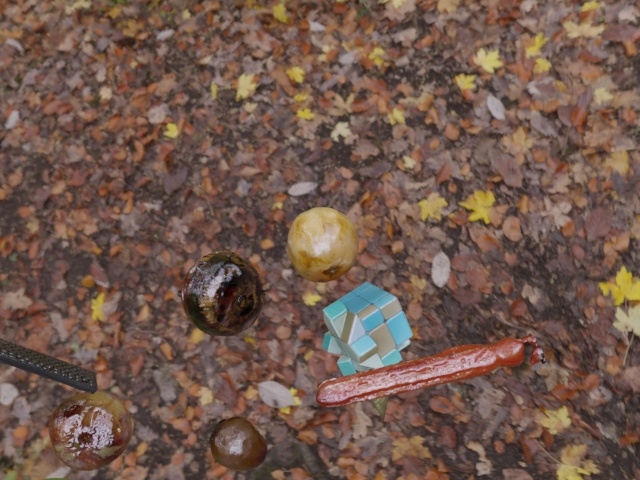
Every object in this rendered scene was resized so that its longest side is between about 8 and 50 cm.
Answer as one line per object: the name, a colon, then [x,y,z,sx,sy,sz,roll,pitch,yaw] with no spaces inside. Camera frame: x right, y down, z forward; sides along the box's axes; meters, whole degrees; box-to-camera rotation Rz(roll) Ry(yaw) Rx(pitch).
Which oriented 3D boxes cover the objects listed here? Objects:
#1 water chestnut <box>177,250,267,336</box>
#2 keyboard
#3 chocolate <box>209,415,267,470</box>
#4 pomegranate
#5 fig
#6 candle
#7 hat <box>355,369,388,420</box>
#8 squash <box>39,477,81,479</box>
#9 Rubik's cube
water chestnut: [-0.335,0.166,2.076,0.300,0.300,0.300,-10,66,23]
keyboard: [-0.551,0.206,1.158,0.018,0.309,0.101,-63,22,-2]
chocolate: [-0.195,0.502,1.582,0.133,0.124,0.127,7,31,24]
pomegranate: [0.002,0.013,1.704,0.207,0.207,0.207,-10,66,23]
fig: [-0.457,0.366,1.334,0.160,0.231,0.143,29,110,-5]
candle: [0.153,0.187,0.926,0.329,0.051,0.048,-12,90,-1]
hat: [0.153,0.380,1.642,0.067,0.146,0.146,-29,58,-4]
squash: [-0.155,0.250,0.539,0.292,0.082,0.082,-7,67,32]
Rubik's cube: [0.110,0.247,1.783,0.213,0.224,0.265,-32,20,-14]
